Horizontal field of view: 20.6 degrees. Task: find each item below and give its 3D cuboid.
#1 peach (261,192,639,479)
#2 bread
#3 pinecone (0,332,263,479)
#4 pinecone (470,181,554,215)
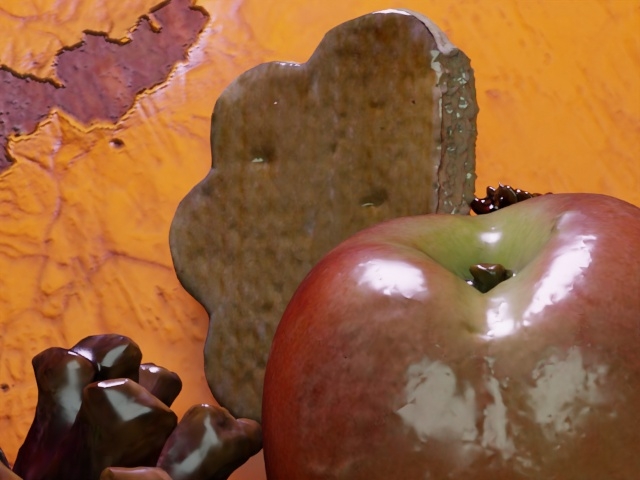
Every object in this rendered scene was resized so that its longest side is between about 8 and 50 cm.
[{"bbox_3d":[0.095,0.099,0.907,0.252,0.252,0.252,-1,74,3],"label":"peach"},{"bbox_3d":[0.000,0.000,1.087,0.207,0.056,0.286,6,88,33],"label":"bread"},{"bbox_3d":[-0.158,0.221,0.946,0.384,0.384,0.384,-1,74,3],"label":"pinecone"},{"bbox_3d":[0.124,0.022,1.091,0.102,0.102,0.109,19,100,9],"label":"pinecone"}]
